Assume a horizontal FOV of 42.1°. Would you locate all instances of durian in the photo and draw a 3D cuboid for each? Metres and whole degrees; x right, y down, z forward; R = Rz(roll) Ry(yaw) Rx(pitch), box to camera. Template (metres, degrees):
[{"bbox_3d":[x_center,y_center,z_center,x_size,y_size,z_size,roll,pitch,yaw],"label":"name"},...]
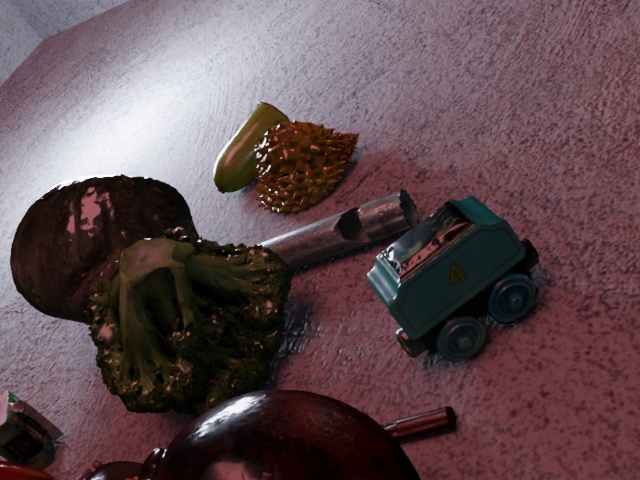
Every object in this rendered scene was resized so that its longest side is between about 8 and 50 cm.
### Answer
[{"bbox_3d":[-0.037,-0.127,1.442,0.182,0.165,0.132,11,12,24],"label":"durian"}]

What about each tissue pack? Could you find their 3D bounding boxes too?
[{"bbox_3d":[-0.467,0.298,1.309,0.079,0.111,0.085,-35,32,2],"label":"tissue pack"}]

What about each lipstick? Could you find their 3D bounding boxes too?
[{"bbox_3d":[0.072,0.223,0.953,0.176,0.027,0.027,-22,36,27],"label":"lipstick"}]

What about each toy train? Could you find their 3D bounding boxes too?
[{"bbox_3d":[0.157,0.044,0.972,0.198,0.154,0.107,-38,29,2],"label":"toy train"}]

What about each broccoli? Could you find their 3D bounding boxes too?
[{"bbox_3d":[-0.186,0.100,1.151,0.307,0.275,0.308,-4,48,4],"label":"broccoli"}]

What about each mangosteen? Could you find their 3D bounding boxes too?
[{"bbox_3d":[-0.010,0.302,0.747,0.306,0.359,0.306,-60,5,8],"label":"mangosteen"}]

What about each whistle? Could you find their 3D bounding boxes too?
[{"bbox_3d":[0.000,0.000,1.267,0.312,0.062,0.062,-20,37,27],"label":"whistle"}]

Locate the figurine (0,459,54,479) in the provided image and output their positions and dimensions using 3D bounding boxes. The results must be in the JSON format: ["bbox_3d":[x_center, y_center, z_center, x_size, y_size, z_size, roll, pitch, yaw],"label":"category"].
[{"bbox_3d":[-0.576,0.403,1.192,0.269,0.211,0.261,-10,42,38],"label":"figurine"}]

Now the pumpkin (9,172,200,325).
[{"bbox_3d":[-0.350,0.016,1.404,0.327,0.291,0.258,-1,84,34],"label":"pumpkin"}]

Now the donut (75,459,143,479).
[{"bbox_3d":[-0.261,0.387,0.878,0.259,0.136,0.345,108,-174,-62],"label":"donut"}]

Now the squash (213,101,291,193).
[{"bbox_3d":[-0.136,-0.168,1.589,0.095,0.095,0.188,11,60,50],"label":"squash"}]
